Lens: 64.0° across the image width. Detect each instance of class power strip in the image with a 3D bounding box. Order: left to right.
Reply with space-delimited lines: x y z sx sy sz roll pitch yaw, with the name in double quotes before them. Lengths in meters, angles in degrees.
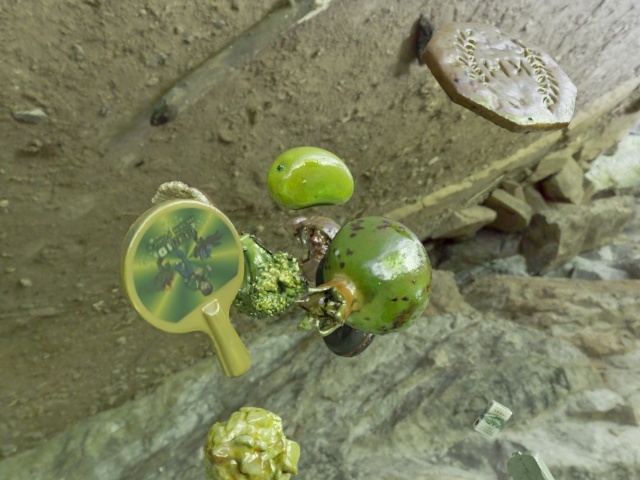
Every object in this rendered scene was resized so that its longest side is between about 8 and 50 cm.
"power strip" 0.484 0.557 1.092 0.029 0.226 0.080 -9 153 -44

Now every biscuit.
"biscuit" 0.387 -0.358 1.092 0.359 0.359 0.046 -23 156 -31

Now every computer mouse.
"computer mouse" 0.076 0.159 1.365 0.183 0.323 0.116 -32 138 31

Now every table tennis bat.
"table tennis bat" -0.189 0.086 0.810 0.198 0.320 0.050 -37 -152 -32

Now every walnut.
"walnut" 0.010 0.004 1.628 0.204 0.238 0.141 3 145 -43

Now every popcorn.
"popcorn" -0.137 0.426 1.016 0.167 0.185 0.187 -27 150 -42

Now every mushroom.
"mushroom" -0.441 -0.055 1.480 0.302 0.208 0.233 -21 162 -41

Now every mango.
"mango" -0.028 -0.183 1.492 0.273 0.149 0.185 -8 118 -27

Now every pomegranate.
"pomegranate" 0.084 0.062 0.959 0.231 0.230 0.286 -39 150 30

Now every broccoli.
"broccoli" -0.178 0.122 1.426 0.243 0.273 0.180 -16 -144 46

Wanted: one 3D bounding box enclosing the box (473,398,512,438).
"box" 0.419 0.436 1.249 0.083 0.054 0.024 -58 -176 10
